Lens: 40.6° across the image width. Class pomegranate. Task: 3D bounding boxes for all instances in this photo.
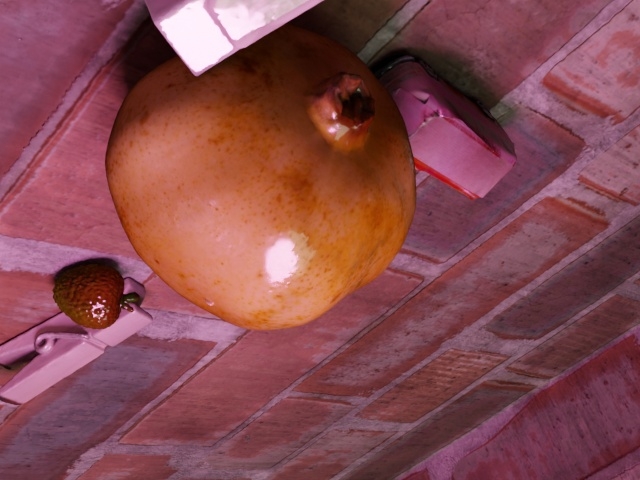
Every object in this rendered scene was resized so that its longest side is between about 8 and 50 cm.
[{"bbox_3d":[-0.065,-0.088,1.122,0.416,0.417,0.417,-15,148,-10],"label":"pomegranate"}]

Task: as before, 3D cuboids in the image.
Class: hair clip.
[{"bbox_3d":[-0.466,0.185,1.602,0.330,0.101,0.085,-30,143,12],"label":"hair clip"}]

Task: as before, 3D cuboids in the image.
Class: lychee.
[{"bbox_3d":[-0.389,0.097,1.496,0.146,0.114,0.114,13,141,-4],"label":"lychee"}]

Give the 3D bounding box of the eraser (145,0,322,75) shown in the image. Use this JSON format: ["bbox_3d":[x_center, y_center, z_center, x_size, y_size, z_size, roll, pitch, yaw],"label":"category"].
[{"bbox_3d":[-0.020,-0.369,0.929,0.396,0.213,0.082,-29,158,12],"label":"eraser"}]

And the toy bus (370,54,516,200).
[{"bbox_3d":[0.193,-0.179,1.396,0.127,0.147,0.302,-42,144,21],"label":"toy bus"}]
